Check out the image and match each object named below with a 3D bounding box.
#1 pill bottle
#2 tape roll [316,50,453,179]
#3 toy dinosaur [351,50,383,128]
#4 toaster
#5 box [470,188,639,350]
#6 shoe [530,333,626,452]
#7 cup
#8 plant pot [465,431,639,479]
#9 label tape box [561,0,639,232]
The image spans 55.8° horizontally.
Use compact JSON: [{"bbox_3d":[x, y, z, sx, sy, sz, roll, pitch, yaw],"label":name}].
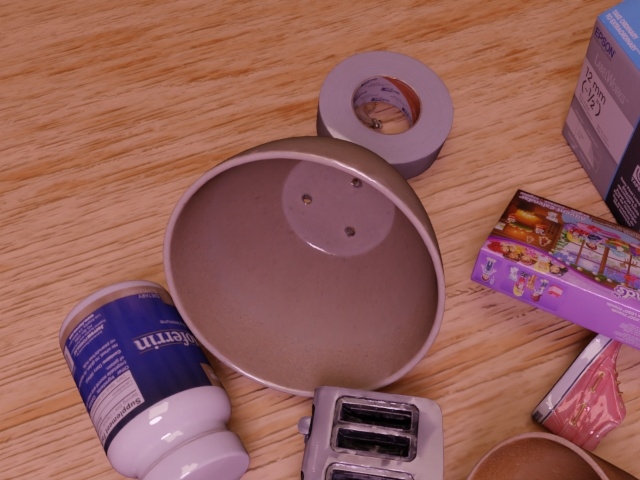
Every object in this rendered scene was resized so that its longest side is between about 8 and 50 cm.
[{"bbox_3d":[-0.203,0.189,0.738,0.153,0.153,0.264,-30,59,-15],"label":"pill bottle"},{"bbox_3d":[0.103,-0.204,0.999,0.219,0.072,0.219,2,68,-4],"label":"tape roll"},{"bbox_3d":[0.054,-0.258,1.094,0.093,0.053,0.183,-9,62,-19],"label":"toy dinosaur"},{"bbox_3d":[0.060,0.268,0.685,0.186,0.110,0.168,6,57,9],"label":"toaster"},{"bbox_3d":[0.371,0.040,0.802,0.293,0.057,0.201,23,37,19],"label":"box"},{"bbox_3d":[0.347,0.181,0.752,0.081,0.063,0.178,40,70,22],"label":"shoe"},{"bbox_3d":[0.000,0.000,0.784,0.331,0.331,0.237,8,30,11],"label":"cup"},{"bbox_3d":[0.284,0.325,0.551,0.254,0.237,0.237,20,55,-17],"label":"plant pot"},{"bbox_3d":[0.461,-0.194,0.821,0.115,0.347,0.249,-14,56,1],"label":"label tape box"}]
